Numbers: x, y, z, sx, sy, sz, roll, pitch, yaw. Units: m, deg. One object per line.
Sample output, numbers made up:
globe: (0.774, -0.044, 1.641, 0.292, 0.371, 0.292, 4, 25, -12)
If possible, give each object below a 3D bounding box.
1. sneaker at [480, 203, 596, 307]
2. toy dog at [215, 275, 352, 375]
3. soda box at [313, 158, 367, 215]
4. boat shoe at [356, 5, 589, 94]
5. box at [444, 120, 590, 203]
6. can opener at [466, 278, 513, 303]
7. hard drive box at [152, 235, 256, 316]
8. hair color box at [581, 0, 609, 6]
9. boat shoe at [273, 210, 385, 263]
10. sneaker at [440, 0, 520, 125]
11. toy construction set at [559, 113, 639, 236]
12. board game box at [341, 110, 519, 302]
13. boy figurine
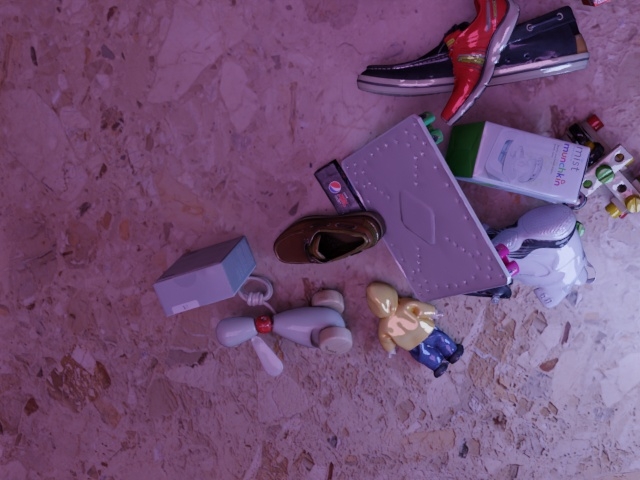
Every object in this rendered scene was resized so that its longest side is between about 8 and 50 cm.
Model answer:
sneaker: (0.446, 0.060, 1.950, 0.366, 0.137, 0.210, -19, 116, 36)
toy dog: (-0.074, 0.231, 2.098, 0.334, 0.220, 0.161, 9, 139, 14)
soda box: (0.054, -0.108, 2.030, 0.060, 0.053, 0.168, -30, 100, 16)
boat shoe: (0.323, -0.405, 1.839, 0.501, 0.187, 0.155, -9, 99, 7)
box: (0.410, -0.165, 1.815, 0.231, 0.262, 0.126, 12, 94, -6)
can opener: (0.372, 0.114, 2.048, 0.186, 0.073, 0.059, 0, 145, 13)
hard drive box: (-0.275, 0.082, 2.046, 0.181, 0.232, 0.089, -17, 102, 14)
hair color box: (0.594, -0.530, 1.758, 0.093, 0.167, 0.053, -22, 101, 15)
boat shoe: (0.000, 0.000, 2.006, 0.307, 0.104, 0.110, -17, 106, 33)
sneaker: (0.298, -0.370, 1.716, 0.118, 0.107, 0.279, 25, 94, 2)
toy construction set: (0.669, -0.148, 1.820, 0.309, 0.237, 0.257, -17, 103, 13)
board game box: (0.229, -0.060, 1.853, 0.050, 0.390, 0.389, -30, 92, -23)
boy figurine: (0.212, 0.214, 2.078, 0.285, 0.092, 0.177, 41, 108, -3)
